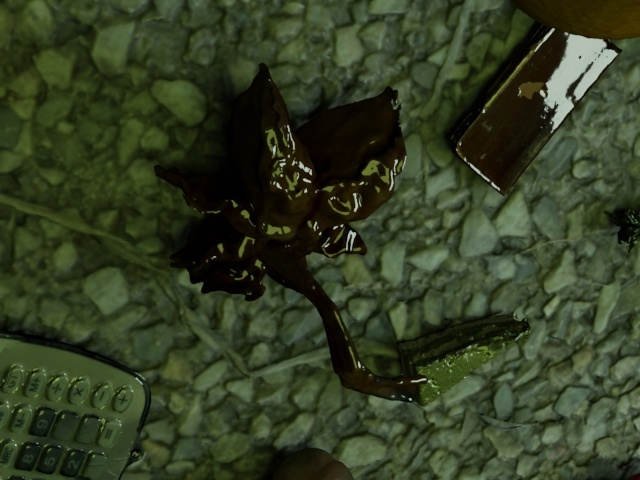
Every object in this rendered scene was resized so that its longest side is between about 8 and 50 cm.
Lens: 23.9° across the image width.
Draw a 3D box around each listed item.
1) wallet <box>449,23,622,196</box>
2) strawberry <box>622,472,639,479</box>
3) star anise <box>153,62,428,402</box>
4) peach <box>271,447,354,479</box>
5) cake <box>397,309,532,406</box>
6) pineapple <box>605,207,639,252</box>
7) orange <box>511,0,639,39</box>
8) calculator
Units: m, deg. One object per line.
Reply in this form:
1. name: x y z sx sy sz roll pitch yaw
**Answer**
1. wallet: 0.196 -0.132 1.389 0.176 0.026 0.095 -51 130 3
2. strawberry: 0.355 0.306 1.639 0.187 0.082 0.146 28 93 -27
3. star anise: -0.002 0.000 1.279 0.237 0.148 0.346 -29 113 -9
4. peach: -0.008 0.238 1.422 0.083 0.083 0.083 -11 117 -22
5. cake: 0.137 0.099 1.449 0.140 0.051 0.055 -32 121 -13
6. pineapple: 0.346 -0.016 1.500 0.124 0.058 0.058 1 112 -26
7. orange: 0.245 -0.294 1.199 0.274 0.274 0.274 -11 117 -22
8. calculator: -0.265 0.160 1.282 0.268 0.040 0.177 18 103 -33
